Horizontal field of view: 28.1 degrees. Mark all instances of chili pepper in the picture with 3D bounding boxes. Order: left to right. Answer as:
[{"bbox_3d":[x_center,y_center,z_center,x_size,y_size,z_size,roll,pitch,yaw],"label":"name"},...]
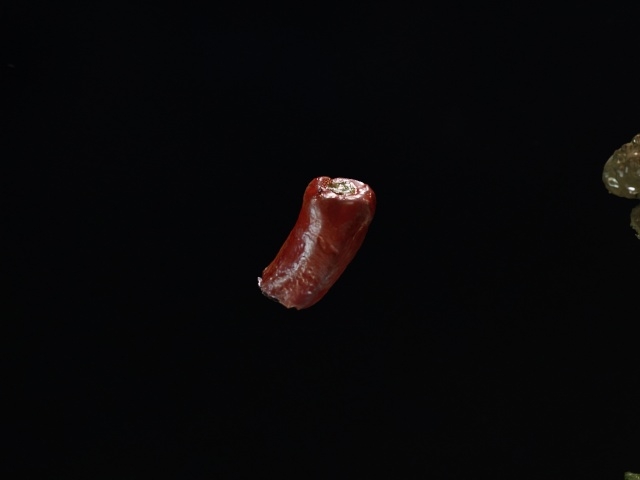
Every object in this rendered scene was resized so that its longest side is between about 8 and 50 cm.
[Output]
[{"bbox_3d":[0.000,0.000,1.110,0.073,0.070,0.123,6,-51,-36],"label":"chili pepper"}]

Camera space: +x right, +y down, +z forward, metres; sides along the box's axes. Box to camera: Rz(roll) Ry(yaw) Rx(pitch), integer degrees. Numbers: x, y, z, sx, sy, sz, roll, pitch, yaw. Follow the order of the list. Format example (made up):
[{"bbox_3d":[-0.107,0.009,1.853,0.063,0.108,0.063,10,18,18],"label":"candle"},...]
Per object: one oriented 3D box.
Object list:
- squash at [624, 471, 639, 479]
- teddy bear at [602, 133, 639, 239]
[{"bbox_3d":[0.377,0.408,1.417,0.107,0.107,0.395,-29,-56,-20],"label":"squash"},{"bbox_3d":[0.476,-0.012,1.434,0.256,0.267,0.156,52,-143,-33],"label":"teddy bear"}]
